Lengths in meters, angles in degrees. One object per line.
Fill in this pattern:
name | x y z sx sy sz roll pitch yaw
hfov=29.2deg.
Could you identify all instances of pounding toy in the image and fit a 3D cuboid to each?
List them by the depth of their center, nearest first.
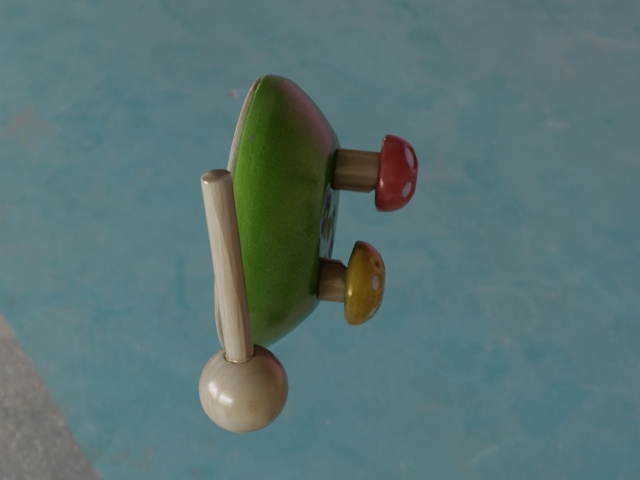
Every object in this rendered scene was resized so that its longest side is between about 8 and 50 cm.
pounding toy | 0.000 0.000 0.775 0.110 0.183 0.237 7 26 5
